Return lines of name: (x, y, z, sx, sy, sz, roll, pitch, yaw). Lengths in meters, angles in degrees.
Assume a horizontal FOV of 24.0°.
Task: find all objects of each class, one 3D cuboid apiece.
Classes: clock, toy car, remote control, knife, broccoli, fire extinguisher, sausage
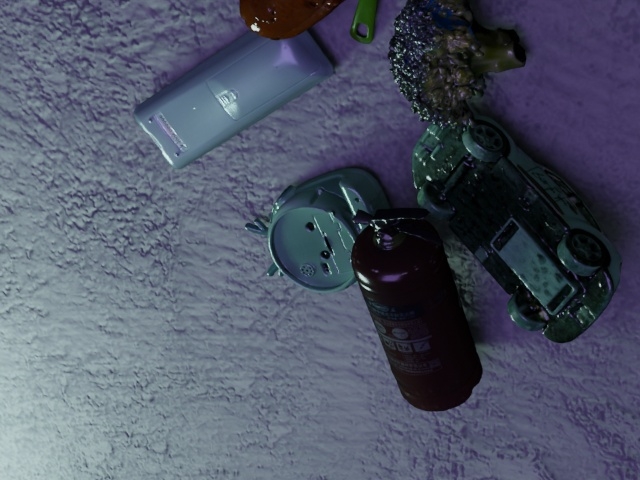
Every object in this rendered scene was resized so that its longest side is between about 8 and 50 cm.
clock: (0.000, 0.000, 1.960, 0.211, 0.066, 0.159, -14, 112, 32)
toy car: (0.241, -0.027, 1.796, 0.306, 0.125, 0.136, 51, 135, 17)
remote control: (-0.116, -0.185, 1.911, 0.293, 0.051, 0.103, -28, 105, 36)
knife: (0.060, -0.304, 1.775, 0.078, 0.022, 0.166, 26, 126, 15)
broccoli: (0.156, -0.218, 1.729, 0.160, 0.167, 0.154, -7, 149, -3)
fire extinguisher: (0.120, 0.070, 1.851, 0.135, 0.114, 0.337, 13, 144, 32)
sausage: (0.028, -0.334, 1.709, 0.330, 0.102, 0.102, -35, 101, 35)
